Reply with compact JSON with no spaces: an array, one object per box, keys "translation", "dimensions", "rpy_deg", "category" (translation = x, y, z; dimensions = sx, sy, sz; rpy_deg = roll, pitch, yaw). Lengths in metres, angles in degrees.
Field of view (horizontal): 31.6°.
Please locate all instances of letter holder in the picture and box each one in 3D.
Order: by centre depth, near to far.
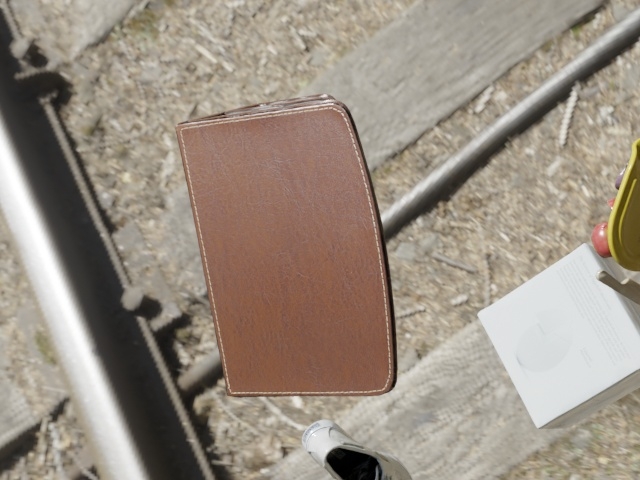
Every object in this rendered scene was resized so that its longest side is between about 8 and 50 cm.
[{"translation":[0.000,0.000,1.205],"dimensions":[0.215,0.152,0.301],"rpy_deg":[-5,101,30],"category":"letter holder"}]

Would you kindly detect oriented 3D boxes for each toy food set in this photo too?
[{"translation":[0.407,-0.033,1.490],"dimensions":[0.071,0.128,0.217],"rpy_deg":[22,93,56],"category":"toy food set"}]

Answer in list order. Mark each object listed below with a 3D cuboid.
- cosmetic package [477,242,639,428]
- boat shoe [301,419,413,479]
[{"translation":[0.425,0.162,1.876],"dimensions":[0.225,0.138,0.224],"rpy_deg":[-37,64,26],"category":"cosmetic package"},{"translation":[0.080,0.402,1.969],"dimensions":[0.096,0.267,0.088],"rpy_deg":[-46,34,0],"category":"boat shoe"}]
